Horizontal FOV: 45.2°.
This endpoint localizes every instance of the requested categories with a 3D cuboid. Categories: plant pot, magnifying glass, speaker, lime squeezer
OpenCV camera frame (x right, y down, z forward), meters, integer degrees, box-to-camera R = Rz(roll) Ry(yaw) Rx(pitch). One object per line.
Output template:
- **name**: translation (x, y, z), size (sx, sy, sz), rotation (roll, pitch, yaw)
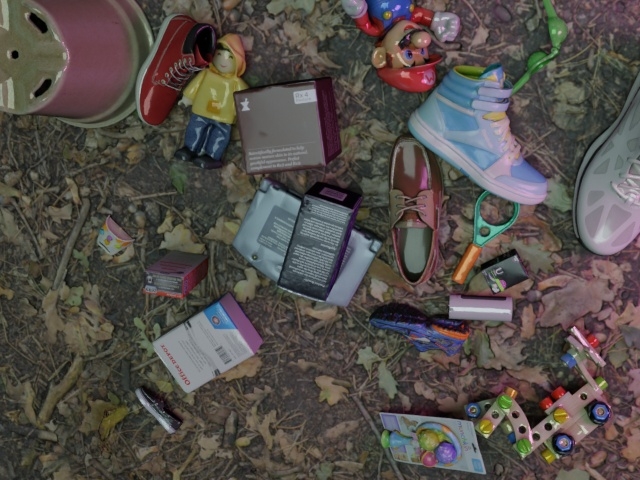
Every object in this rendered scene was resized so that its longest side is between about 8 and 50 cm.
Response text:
- **plant pot**: translation (-0.548, -0.383, 1.567), size (0.333, 0.305, 0.334), rotation (3, 104, 10)
- **magnifying glass**: translation (0.345, -0.011, 1.638), size (0.092, 0.026, 0.231), rotation (27, 108, 3)
- **speaker**: translation (0.344, 0.146, 1.662), size (0.136, 0.055, 0.055), rotation (2, 104, 11)
- **lime squeezer**: translation (0.419, -0.382, 1.514), size (0.109, 0.059, 0.311), rotation (18, 107, 6)

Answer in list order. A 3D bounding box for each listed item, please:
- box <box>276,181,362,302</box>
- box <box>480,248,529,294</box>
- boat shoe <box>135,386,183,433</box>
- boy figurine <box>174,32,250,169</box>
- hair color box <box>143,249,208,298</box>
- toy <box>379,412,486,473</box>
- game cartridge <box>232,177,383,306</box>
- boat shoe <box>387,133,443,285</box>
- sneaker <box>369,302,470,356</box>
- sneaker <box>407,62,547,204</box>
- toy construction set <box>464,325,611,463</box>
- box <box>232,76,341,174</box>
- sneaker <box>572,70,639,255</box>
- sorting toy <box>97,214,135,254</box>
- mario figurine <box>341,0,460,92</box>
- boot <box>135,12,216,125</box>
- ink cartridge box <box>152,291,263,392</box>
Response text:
- **box**: translation (0.000, 0.000, 1.587), size (0.108, 0.153, 0.207), rotation (18, 108, 5)
- **box**: translation (0.391, 0.066, 1.634), size (0.083, 0.052, 0.062), rotation (-27, 98, 15)
- **boat shoe**: translation (-0.393, 0.407, 1.877), size (0.040, 0.049, 0.142), rotation (-40, 96, -2)
- **boy figurine**: translation (-0.215, -0.295, 1.638), size (0.177, 0.092, 0.285), rotation (26, 110, 12)
- **hair color box**: translation (-0.319, 0.073, 1.710), size (0.093, 0.167, 0.054), rotation (8, 105, 9)
- **toy**: translation (0.237, 0.460, 1.710), size (0.237, 0.056, 0.137), rotation (-2, 114, 40)
- **game cartridge**: translation (-0.036, 0.014, 1.703), size (0.297, 0.062, 0.198), rotation (29, 112, 2)
- **boat shoe**: translation (0.199, -0.058, 1.605), size (0.123, 0.116, 0.325), rotation (-5, 103, 12)
- **sneaker**: translation (0.212, 0.204, 1.691), size (0.221, 0.083, 0.087), rotation (14, 115, 11)
- **sneaker**: translation (0.350, -0.221, 1.513), size (0.319, 0.127, 0.208), rotation (33, 122, 1)
- **toy construction set**: translation (0.490, 0.343, 1.648), size (0.327, 0.151, 0.215), rotation (-44, 68, 10)
- **box**: translation (-0.061, -0.237, 1.565), size (0.168, 0.203, 0.167), rotation (-5, 104, 12)
- **sneaker**: translation (0.608, -0.157, 1.429), size (0.169, 0.257, 0.448), rotation (21, 107, 5)
- **sorting toy**: translation (-0.490, -0.002, 1.796), size (0.083, 0.045, 0.075), rotation (44, 127, -2)
- **mario figurine**: translation (0.158, -0.445, 1.491), size (0.198, 0.170, 0.321), rotation (-20, 98, 13)
- **boot**: translation (-0.297, -0.339, 1.589), size (0.176, 0.088, 0.244), rotation (34, 107, 48)
- **ink cartridge box**: translation (-0.262, 0.237, 1.783), size (0.203, 0.086, 0.148), rotation (-31, 97, 17)
